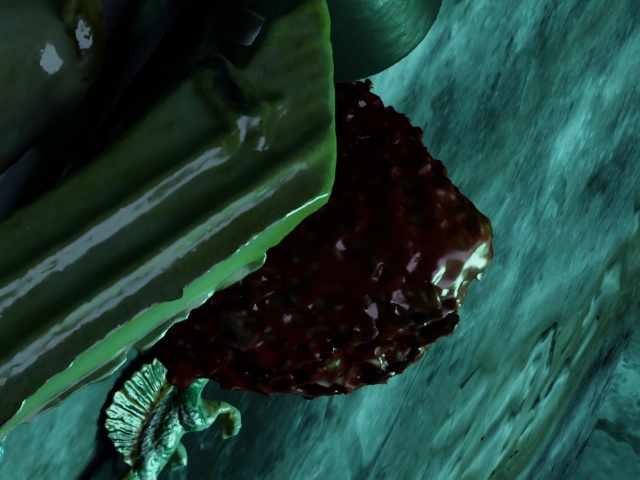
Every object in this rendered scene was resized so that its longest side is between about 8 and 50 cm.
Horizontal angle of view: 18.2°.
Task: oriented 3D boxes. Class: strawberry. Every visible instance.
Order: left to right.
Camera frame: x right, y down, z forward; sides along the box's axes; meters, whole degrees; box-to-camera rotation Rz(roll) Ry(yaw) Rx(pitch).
[{"bbox_3d":[0.000,0.000,1.071,0.187,0.201,0.184,-24,113,-42],"label":"strawberry"}]

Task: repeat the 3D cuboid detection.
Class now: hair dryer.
[{"bbox_3d":[-0.071,-0.088,0.918,0.302,0.116,0.244,-56,159,-5],"label":"hair dryer"}]

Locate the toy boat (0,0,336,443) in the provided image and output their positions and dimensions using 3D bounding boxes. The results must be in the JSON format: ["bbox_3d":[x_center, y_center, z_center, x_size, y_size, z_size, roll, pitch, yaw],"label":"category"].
[{"bbox_3d":[-0.083,0.003,0.797,0.276,0.084,0.111,-39,180,-28],"label":"toy boat"}]

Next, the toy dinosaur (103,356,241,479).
[{"bbox_3d":[-0.093,0.100,1.197,0.106,0.044,0.187,12,105,-56],"label":"toy dinosaur"}]

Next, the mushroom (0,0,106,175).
[{"bbox_3d":[-0.186,-0.018,0.704,0.312,0.081,0.100,-42,149,-42],"label":"mushroom"}]

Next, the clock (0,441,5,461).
[{"bbox_3d":[-0.168,0.063,0.867,0.108,0.045,0.147,-83,176,-62],"label":"clock"}]
